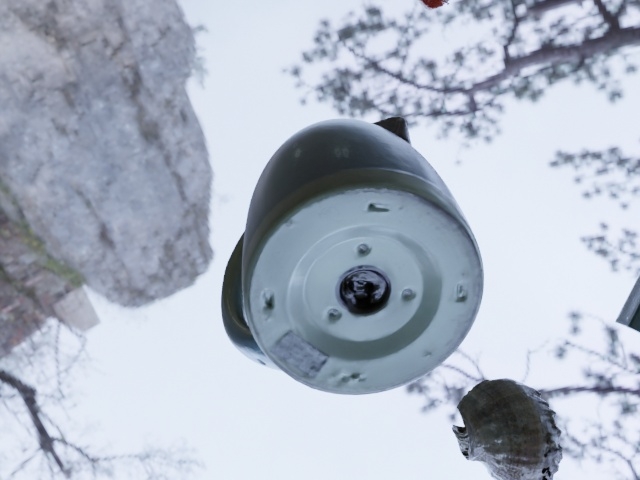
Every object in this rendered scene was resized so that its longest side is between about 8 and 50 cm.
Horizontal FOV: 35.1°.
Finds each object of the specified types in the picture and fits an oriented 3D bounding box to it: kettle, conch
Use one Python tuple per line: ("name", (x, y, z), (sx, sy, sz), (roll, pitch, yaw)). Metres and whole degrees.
("kettle", (0.000, 0.000, 1.164), (0.319, 0.247, 0.342), (-39, -155, 13))
("conch", (0.254, 0.262, 1.376), (0.130, 0.207, 0.155), (-46, -146, 41))

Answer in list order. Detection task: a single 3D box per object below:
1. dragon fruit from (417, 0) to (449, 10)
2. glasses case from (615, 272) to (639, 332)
("dragon fruit", (0.122, -0.294, 1.120), (0.060, 0.056, 0.083), (-23, -143, 46))
("glasses case", (0.381, -0.021, 0.950), (0.105, 0.056, 0.266), (27, -88, 28))
